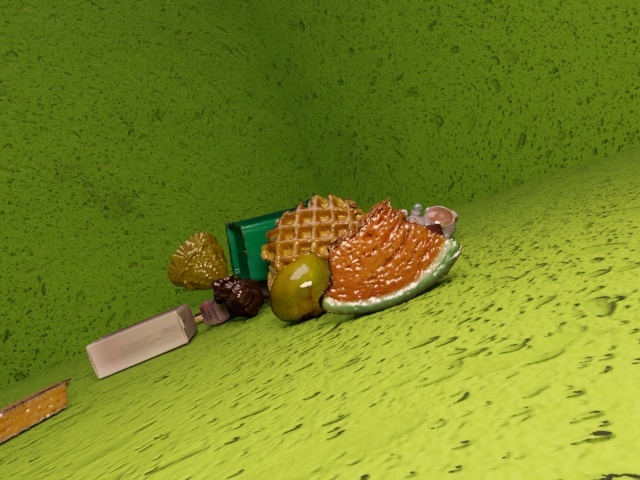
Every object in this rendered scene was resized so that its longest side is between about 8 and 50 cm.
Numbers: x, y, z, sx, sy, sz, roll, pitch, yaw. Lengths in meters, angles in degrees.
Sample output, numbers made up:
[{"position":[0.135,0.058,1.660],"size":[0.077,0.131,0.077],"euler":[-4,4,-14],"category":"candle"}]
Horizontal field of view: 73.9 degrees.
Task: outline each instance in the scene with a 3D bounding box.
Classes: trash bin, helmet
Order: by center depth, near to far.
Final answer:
[{"position":[0.261,0.014,1.034],"size":[0.111,0.057,0.089],"euler":[-26,-35,-5],"category":"helmet"},{"position":[-0.109,-0.001,1.433],"size":[0.381,0.259,0.295],"euler":[-11,10,-26],"category":"trash bin"}]

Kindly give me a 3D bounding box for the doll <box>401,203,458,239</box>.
[{"position":[0.256,-0.022,1.213],"size":[0.287,0.151,0.151],"euler":[-14,0,-6],"category":"doll"}]

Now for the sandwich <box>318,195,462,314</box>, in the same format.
[{"position":[0.094,0.037,0.699],"size":[0.235,0.159,0.079],"euler":[-41,5,4],"category":"sandwich"}]

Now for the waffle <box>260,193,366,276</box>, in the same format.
[{"position":[0.000,0.000,1.138],"size":[0.302,0.325,0.068],"euler":[-43,-33,-13],"category":"waffle"}]

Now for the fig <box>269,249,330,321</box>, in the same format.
[{"position":[-0.033,0.100,0.857],"size":[0.136,0.121,0.153],"euler":[-15,27,31],"category":"fig"}]

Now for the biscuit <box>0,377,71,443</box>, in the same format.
[{"position":[-0.632,0.362,0.751],"size":[0.094,0.054,0.379],"euler":[-22,0,27],"category":"biscuit"}]

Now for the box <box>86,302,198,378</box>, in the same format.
[{"position":[-0.494,0.279,1.218],"size":[0.252,0.106,0.203],"euler":[-22,2,-8],"category":"box"}]

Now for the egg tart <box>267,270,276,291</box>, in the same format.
[{"position":[-0.070,0.096,1.218],"size":[0.191,0.191,0.074],"euler":[-21,-30,31],"category":"egg tart"}]

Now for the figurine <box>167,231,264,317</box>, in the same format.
[{"position":[-0.287,0.124,1.254],"size":[0.315,0.168,0.187],"euler":[30,52,33],"category":"figurine"}]

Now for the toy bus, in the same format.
[{"position":[-0.270,0.196,1.413],"size":[0.112,0.090,0.274],"euler":[-23,-1,40],"category":"toy bus"}]

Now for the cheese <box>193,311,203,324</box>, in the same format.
[{"position":[-0.409,0.275,1.632],"size":[0.162,0.036,0.086],"euler":[-22,2,-18],"category":"cheese"}]
